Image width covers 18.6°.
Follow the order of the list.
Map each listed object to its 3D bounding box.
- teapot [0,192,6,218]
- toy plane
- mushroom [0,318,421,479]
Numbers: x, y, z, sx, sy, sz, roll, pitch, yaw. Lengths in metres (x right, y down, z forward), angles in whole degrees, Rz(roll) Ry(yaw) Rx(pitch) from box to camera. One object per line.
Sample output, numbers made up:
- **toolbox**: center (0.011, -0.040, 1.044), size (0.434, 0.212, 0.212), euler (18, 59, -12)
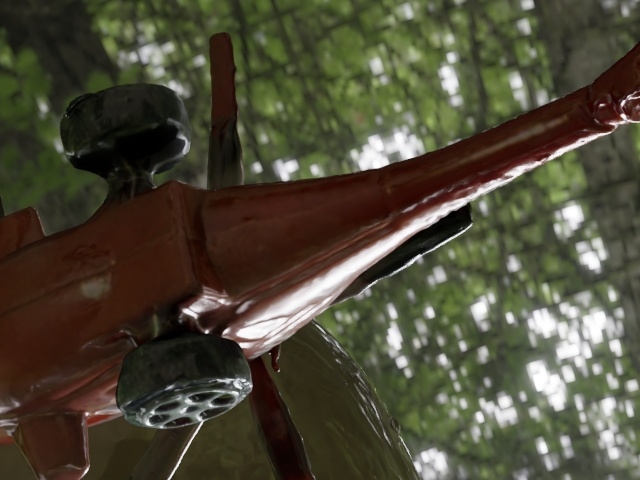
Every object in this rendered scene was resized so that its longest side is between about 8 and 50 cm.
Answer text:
- **teapot**: center (-0.214, -0.021, 1.070), size (0.068, 0.076, 0.121), euler (-14, -150, 4)
- **toy plane**: center (0.001, 0.008, 0.384), size (0.194, 0.077, 0.126), euler (-4, -103, 33)
- **mushroom**: center (-0.100, 0.157, 0.845), size (0.292, 0.290, 0.292), euler (2, -99, -16)
